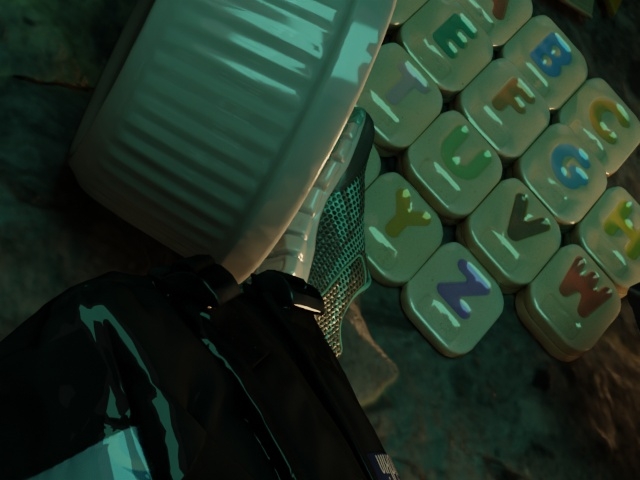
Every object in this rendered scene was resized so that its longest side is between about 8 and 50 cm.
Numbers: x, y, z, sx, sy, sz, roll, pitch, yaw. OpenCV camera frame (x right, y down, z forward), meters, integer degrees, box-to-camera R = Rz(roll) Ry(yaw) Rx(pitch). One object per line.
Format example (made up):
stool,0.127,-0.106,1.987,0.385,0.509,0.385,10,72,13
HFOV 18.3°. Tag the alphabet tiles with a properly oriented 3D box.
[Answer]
alphabet tiles,0.098,-0.064,1.256,0.284,0.021,0.278,48,47,-3

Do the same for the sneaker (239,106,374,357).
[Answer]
sneaker,0.000,0.000,1.129,0.076,0.065,0.166,44,54,-33

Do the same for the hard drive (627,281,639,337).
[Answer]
hard drive,0.362,0.050,1.203,0.339,0.064,0.237,-31,115,-16

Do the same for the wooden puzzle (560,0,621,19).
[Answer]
wooden puzzle,0.165,-0.191,1.383,0.116,0.014,0.078,34,46,-17

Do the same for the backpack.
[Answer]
backpack,-0.033,0.217,0.845,0.355,0.273,0.290,52,9,10

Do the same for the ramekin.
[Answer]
ramekin,-0.050,-0.091,1.045,0.109,0.207,0.207,27,52,-11
